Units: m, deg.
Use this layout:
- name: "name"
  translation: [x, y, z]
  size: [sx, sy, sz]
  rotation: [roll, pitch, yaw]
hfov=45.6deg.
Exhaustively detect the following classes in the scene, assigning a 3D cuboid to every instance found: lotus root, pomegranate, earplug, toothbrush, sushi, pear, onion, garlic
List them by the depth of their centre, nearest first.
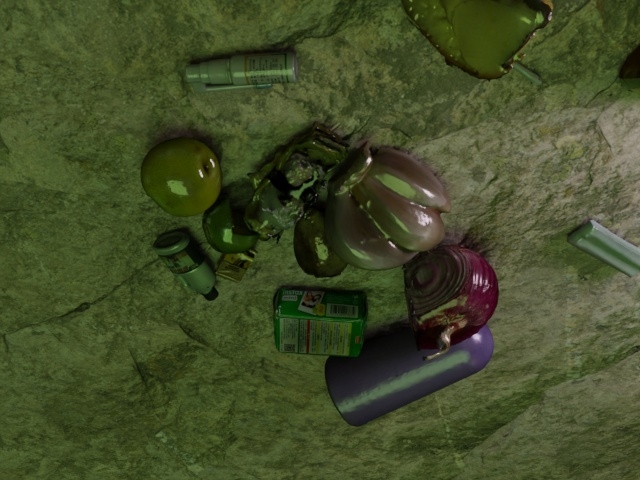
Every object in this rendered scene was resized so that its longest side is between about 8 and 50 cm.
- name: "toothbrush"
  translation: [0.334, -0.370, 1.496]
  size: [0.263, 0.022, 0.026]
  rotation: [26, 142, -21]
- name: "sushi"
  translation: [-0.068, -0.128, 1.666]
  size: [0.139, 0.131, 0.291]
  rotation: [28, 120, -28]
- name: "pear"
  translation: [-0.320, -0.137, 1.669]
  size: [0.216, 0.166, 0.180]
  rotation: [-5, 152, 38]
- name: "garlic"
  translation: [0.143, -0.054, 1.700]
  size: [0.279, 0.132, 0.325]
  rotation: [-43, 110, 14]
- name: "pomegranate"
  translation: [-0.203, -0.023, 1.773]
  size: [0.122, 0.143, 0.169]
  rotation: [-50, 131, 4]
- name: "lotus root"
  translation: [0.000, 0.000, 1.800]
  size: [0.139, 0.138, 0.214]
  rotation: [-6, 127, 9]
- name: "onion"
  translation: [0.319, 0.140, 1.857]
  size: [0.231, 0.272, 0.256]
  rotation: [-16, 165, 3]
- name: "earplug"
  translation: [0.252, 0.333, 2.067]
  size: [0.456, 0.215, 0.215]
  rotation: [-26, 128, 20]

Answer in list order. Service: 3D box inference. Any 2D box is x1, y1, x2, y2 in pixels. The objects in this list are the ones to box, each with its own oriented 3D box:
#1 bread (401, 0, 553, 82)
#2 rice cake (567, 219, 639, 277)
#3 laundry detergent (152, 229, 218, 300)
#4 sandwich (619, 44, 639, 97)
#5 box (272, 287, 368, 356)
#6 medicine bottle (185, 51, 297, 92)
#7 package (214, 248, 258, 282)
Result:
- name: "bread"
  translation: [0.283, -0.417, 1.360]
  size: [0.262, 0.163, 0.204]
  rotation: [52, 130, 12]
- name: "rice cake"
  translation: [0.706, 0.024, 1.850]
  size: [0.222, 0.042, 0.080]
  rotation: [26, 129, -22]
- name: "laundry detergent"
  translation: [-0.325, 0.072, 1.921]
  size: [0.099, 0.070, 0.225]
  rotation: [-18, 132, 14]
- name: "sandwich"
  translation: [0.711, -0.360, 1.437]
  size: [0.155, 0.227, 0.198]
  rotation: [25, 95, -18]
- name: "box"
  translation: [-0.004, 0.218, 2.027]
  size: [0.250, 0.103, 0.180]
  rotation: [4, 134, 0]
- name: "medicine bottle"
  translation: [-0.156, -0.333, 1.531]
  size: [0.221, 0.061, 0.092]
  rotation: [-2, 153, 5]
- name: "package"
  translation: [-0.209, 0.045, 1.904]
  size: [0.071, 0.047, 0.131]
  rotation: [22, 130, -15]
